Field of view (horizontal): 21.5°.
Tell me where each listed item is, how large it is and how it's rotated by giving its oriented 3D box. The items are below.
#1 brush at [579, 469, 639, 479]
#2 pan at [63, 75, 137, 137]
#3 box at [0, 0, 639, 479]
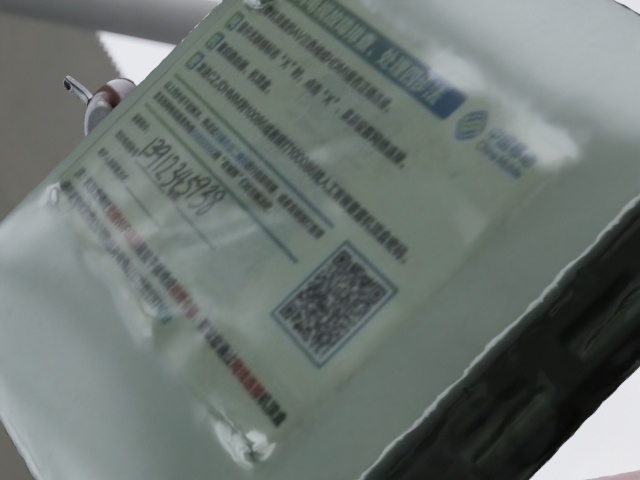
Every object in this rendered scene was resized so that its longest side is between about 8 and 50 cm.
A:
[{"bbox_3d":[0.209,0.194,1.146,0.070,0.323,0.051,-94,-6,-76],"label":"brush"},{"bbox_3d":[-0.150,-0.083,1.123,0.023,0.115,0.068,-11,-57,-38],"label":"pan"},{"bbox_3d":[0.001,0.001,0.926,0.396,0.396,0.111,-45,-51,0],"label":"box"}]
